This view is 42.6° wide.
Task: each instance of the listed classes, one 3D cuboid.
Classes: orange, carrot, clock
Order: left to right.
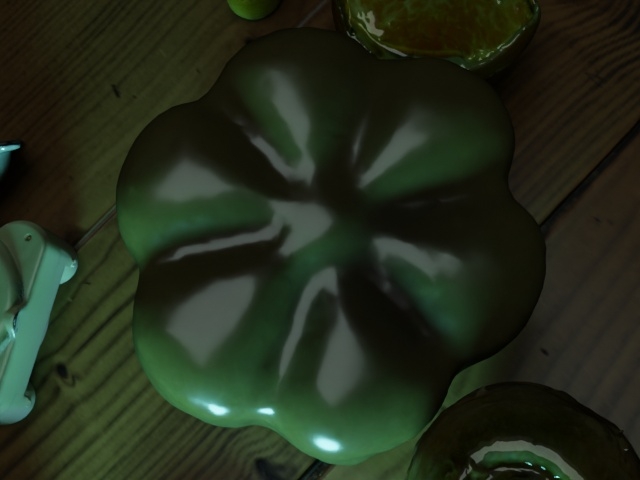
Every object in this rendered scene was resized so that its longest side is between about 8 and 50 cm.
[{"bbox_3d":[-0.521,0.098,1.154,0.310,0.114,0.284,8,75,18],"label":"clock"},{"bbox_3d":[0.146,-0.317,1.076,0.263,0.196,0.334,-10,49,4],"label":"orange"},{"bbox_3d":[0.200,0.255,0.803,0.224,0.340,0.224,-3,75,13],"label":"carrot"}]

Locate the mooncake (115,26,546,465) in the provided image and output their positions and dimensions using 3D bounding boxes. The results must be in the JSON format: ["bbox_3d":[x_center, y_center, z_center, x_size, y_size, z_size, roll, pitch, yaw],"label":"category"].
[{"bbox_3d":[0.000,0.000,0.904,0.467,0.262,0.466,0,81,-2],"label":"mooncake"}]

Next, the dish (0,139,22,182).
[{"bbox_3d":[-0.542,-0.091,1.209,0.236,0.228,0.086,1,105,33],"label":"dish"}]

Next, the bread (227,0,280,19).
[{"bbox_3d":[-0.108,-0.459,1.251,0.102,0.094,0.245,-6,70,6],"label":"bread"}]
